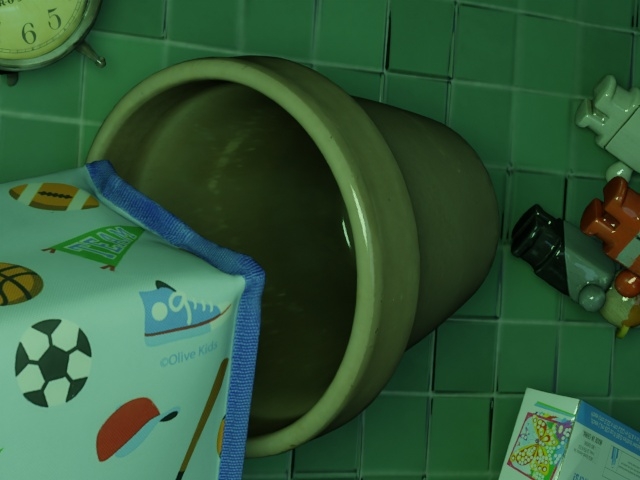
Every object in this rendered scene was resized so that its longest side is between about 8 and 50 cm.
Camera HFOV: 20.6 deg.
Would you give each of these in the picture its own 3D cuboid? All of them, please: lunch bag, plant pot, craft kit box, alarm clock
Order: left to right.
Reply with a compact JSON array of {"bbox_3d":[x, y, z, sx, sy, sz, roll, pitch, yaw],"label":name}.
[{"bbox_3d":[-0.232,0.174,1.047,0.328,0.239,0.385,-13,121,-32],"label":"lunch bag"},{"bbox_3d":[-0.215,-0.193,1.151,0.129,0.064,0.192,-19,104,-30],"label":"alarm clock"},{"bbox_3d":[0.000,0.000,1.209,0.229,0.263,0.263,-11,98,-50],"label":"plant pot"},{"bbox_3d":[0.203,0.265,1.387,0.250,0.061,0.247,31,72,-51],"label":"craft kit box"}]

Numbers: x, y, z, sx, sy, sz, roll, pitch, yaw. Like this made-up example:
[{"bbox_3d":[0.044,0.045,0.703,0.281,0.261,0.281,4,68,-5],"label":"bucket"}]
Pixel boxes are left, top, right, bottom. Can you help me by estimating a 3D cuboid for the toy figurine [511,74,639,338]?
[{"bbox_3d":[0.272,-0.034,1.375,0.148,0.209,0.213,33,70,-12],"label":"toy figurine"}]
